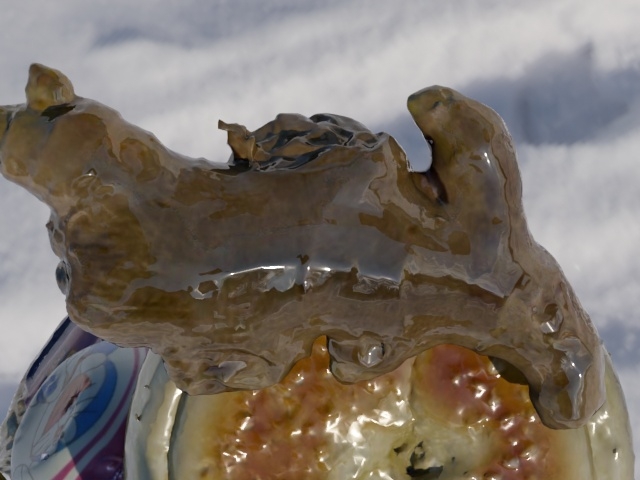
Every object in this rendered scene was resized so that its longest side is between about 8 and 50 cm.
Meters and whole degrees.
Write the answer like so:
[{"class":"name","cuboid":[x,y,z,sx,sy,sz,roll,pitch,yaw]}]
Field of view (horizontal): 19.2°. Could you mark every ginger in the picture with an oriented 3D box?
[{"class":"ginger","cuboid":[-0.002,0.000,0.916,0.333,0.080,0.166,9,104,-10]}]

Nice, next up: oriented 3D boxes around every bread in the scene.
[{"class":"bread","cuboid":[0.033,0.130,1.072,0.306,0.159,0.305,0,88,-1]}]

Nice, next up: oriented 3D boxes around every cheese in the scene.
[{"class":"cheese","cuboid":[-0.157,0.109,1.227,0.155,0.062,0.244,-52,25,8]}]

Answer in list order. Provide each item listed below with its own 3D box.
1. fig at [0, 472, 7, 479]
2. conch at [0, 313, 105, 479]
[{"class":"fig","cuboid":[-0.241,0.033,0.480,0.286,0.286,0.368,-14,105,17]},{"class":"conch","cuboid":[-0.117,0.095,1.423,0.291,0.159,0.210,-16,42,-31]}]
